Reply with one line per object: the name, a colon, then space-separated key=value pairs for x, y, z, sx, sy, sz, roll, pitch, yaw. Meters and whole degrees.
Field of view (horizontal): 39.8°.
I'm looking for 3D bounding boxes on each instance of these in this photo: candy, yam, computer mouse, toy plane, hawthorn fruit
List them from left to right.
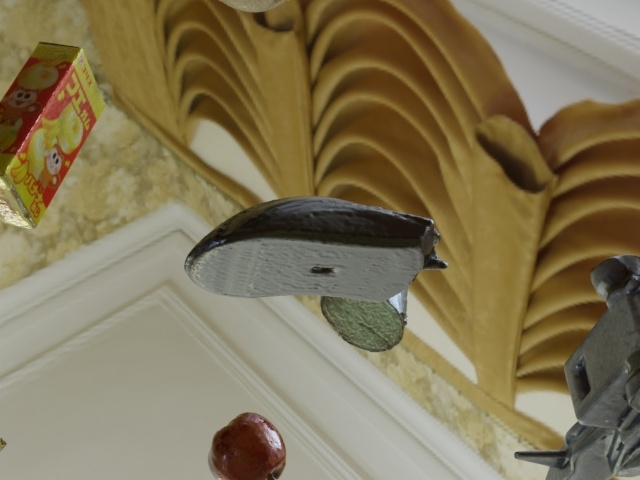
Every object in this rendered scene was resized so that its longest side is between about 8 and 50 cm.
candy: x=-0.449 y=-0.170 z=1.405 sx=0.088 sy=0.146 sz=0.276 roll=11 pitch=-122 yaw=14
hawthorn fruit: x=-0.108 y=0.330 z=1.373 sx=0.140 sy=0.125 sz=0.125 roll=9 pitch=-141 yaw=45
computer mouse: x=0.000 y=0.000 z=0.884 sx=0.264 sy=0.147 sz=0.088 roll=7 pitch=-118 yaw=-13
yam: x=0.089 y=0.071 z=1.683 sx=0.168 sy=0.168 sz=0.304 roll=2 pitch=-148 yaw=7
toy plane: x=0.167 y=0.082 z=0.482 sx=0.088 sy=0.267 sz=0.212 roll=13 pitch=-134 yaw=-15

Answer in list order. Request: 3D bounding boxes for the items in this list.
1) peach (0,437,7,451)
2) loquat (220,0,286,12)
peach: x=-0.558 y=0.294 z=1.318 sx=0.093 sy=0.127 sz=0.172 roll=24 pitch=-175 yaw=22
loquat: x=-0.095 y=-0.447 z=1.314 sx=0.213 sy=0.213 sz=0.213 roll=-2 pitch=-138 yaw=2
